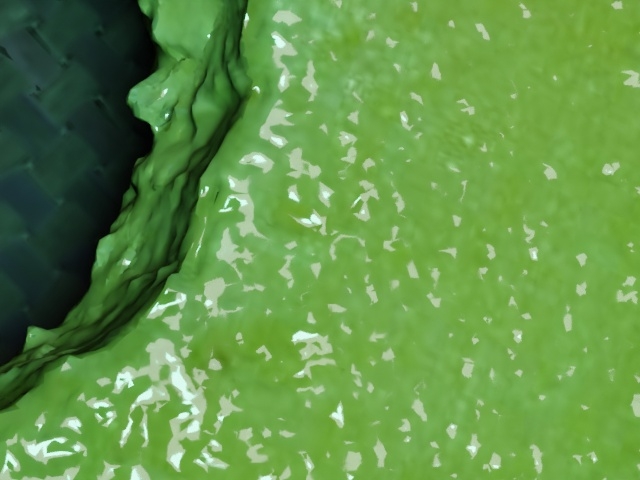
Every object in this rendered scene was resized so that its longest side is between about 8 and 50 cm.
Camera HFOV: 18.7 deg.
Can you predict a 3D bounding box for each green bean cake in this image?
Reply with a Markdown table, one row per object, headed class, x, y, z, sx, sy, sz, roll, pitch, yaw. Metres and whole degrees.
| class | x | y | z | sx | sy | sz | roll | pitch | yaw |
| --- | --- | --- | --- | --- | --- | --- | --- | --- | --- |
| green bean cake | 0.000 | 0.000 | 0.556 | 0.233 | 0.124 | 0.236 | 23 | 76 | -17 |
